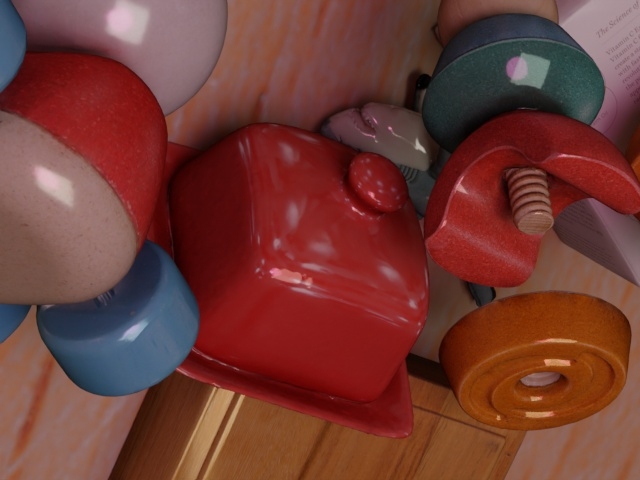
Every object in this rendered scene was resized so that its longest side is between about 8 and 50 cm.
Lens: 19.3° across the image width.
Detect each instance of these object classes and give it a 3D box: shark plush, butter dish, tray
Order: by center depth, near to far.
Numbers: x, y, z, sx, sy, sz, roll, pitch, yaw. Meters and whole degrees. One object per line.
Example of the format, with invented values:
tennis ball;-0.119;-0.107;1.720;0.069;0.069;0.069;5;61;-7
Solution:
butter dish;0.000;0.000;0.961;0.160;0.160;0.118;19;133;-28
shark plush;0.061;-0.026;1.073;0.067;0.073;0.161;-28;140;7
tray;-0.055;0.248;1.082;0.203;0.076;0.411;21;98;-29

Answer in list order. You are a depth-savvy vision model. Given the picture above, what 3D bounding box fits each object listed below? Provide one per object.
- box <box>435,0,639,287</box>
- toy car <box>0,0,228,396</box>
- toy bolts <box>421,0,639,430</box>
box;0.170;-0.084;1.063;0.130;0.091;0.170;-39;119;-8
toy car;-0.133;-0.089;0.900;0.238;0.210;0.219;-59;139;-31
toy bolts;0.121;-0.032;0.956;0.218;0.158;0.228;-30;137;30
